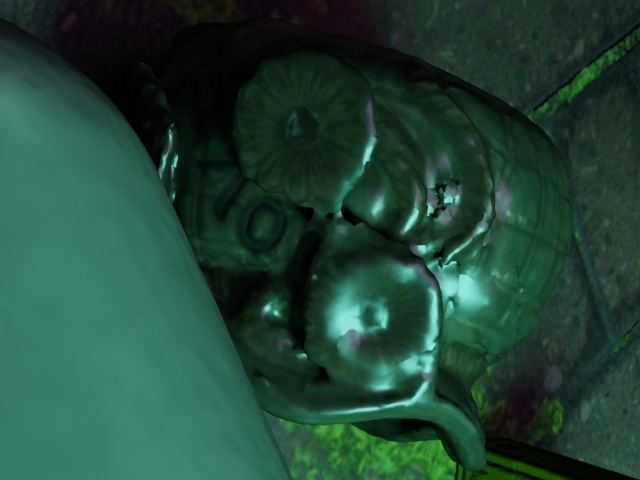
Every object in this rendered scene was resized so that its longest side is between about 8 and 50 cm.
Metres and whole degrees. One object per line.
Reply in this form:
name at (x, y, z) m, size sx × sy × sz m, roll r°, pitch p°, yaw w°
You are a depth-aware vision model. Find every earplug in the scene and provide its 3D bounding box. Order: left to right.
earplug at (-0.191, 0.084, 0.650) m, size 0.312 × 0.312 × 0.394 m, roll -17°, pitch 80°, yaw -37°

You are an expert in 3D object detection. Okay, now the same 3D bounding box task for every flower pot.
flower pot at (0.000, 0.000, 0.851) m, size 0.301 × 0.301 × 0.213 m, roll 23°, pitch 82°, yaw -40°

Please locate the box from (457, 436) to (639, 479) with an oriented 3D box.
box at (0.196, 0.247, 1.097) m, size 0.064 × 0.220 × 0.141 m, roll 0°, pitch 96°, yaw -40°
